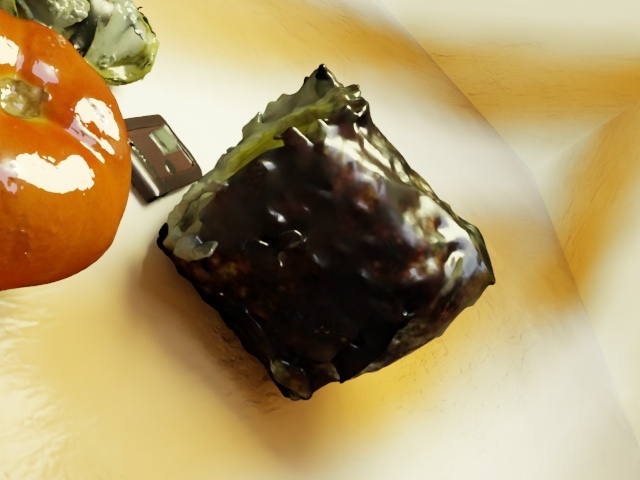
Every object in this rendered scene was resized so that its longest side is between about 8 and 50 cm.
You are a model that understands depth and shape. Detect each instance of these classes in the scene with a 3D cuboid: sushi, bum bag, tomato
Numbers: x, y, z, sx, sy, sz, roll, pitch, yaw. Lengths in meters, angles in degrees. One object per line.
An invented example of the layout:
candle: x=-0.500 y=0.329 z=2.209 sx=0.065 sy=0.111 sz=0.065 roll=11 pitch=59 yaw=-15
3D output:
sushi: x=-0.002 y=-0.002 z=0.954 sx=0.294 sy=0.299 sz=0.281 roll=49 pitch=-3 yaw=-19
sushi: x=-0.286 y=-0.246 z=0.938 sx=0.139 sy=0.131 sz=0.291 roll=63 pitch=16 yaw=17
bum bag: x=-0.206 y=-0.106 z=1.032 sx=0.109 sy=0.026 sz=0.159 roll=55 pitch=19 yaw=-2
tomato: x=-0.279 y=-0.072 z=0.658 sx=0.260 sy=0.180 sz=0.260 roll=39 pitch=28 yaw=-26
